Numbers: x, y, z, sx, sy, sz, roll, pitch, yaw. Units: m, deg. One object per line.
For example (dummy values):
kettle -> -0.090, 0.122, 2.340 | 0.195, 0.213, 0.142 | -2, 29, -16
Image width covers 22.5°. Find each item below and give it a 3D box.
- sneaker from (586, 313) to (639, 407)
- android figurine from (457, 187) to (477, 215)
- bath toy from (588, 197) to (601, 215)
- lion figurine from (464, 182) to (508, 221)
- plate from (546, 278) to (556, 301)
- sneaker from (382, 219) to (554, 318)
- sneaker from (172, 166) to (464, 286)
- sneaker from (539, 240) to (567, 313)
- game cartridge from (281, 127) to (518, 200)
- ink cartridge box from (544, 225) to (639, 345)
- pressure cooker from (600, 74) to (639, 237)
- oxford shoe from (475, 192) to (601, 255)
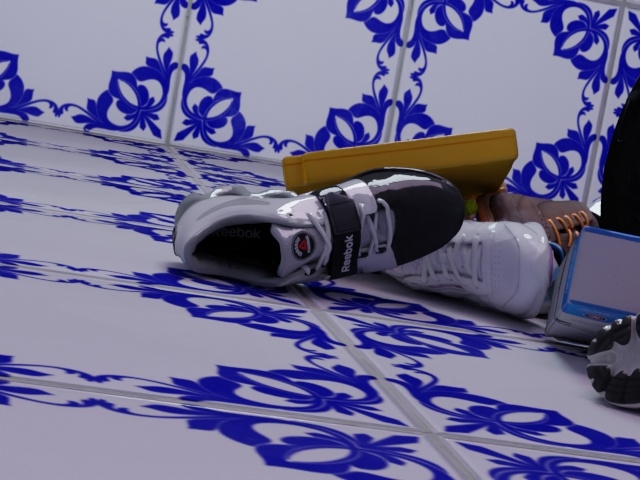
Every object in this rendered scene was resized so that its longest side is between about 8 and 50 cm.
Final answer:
sneaker -> 0.378, 0.100, 1.423 | 0.279, 0.107, 0.118 | -3, -11, 30
android figurine -> 0.072, -0.027, 2.086 | 0.273, 0.056, 0.248 | -10, -8, 37
bath toy -> 0.546, 0.026, 2.386 | 0.348, 0.151, 0.129 | 11, -32, 36
lion figurine -> 0.137, -0.047, 2.481 | 0.240, 0.142, 0.392 | -1, -3, -24
plate -> 0.353, 0.064, 1.849 | 0.188, 0.024, 0.188 | 11, -19, 4
sneaker -> 0.163, 0.033, 1.889 | 0.152, 0.114, 0.305 | 0, 2, -23
sneaker -> 0.000, 0.000, 1.783 | 0.331, 0.122, 0.146 | -7, 18, 1
sneaker -> 0.295, 0.044, 2.010 | 0.085, 0.086, 0.237 | 10, 4, 17
game cartridge -> 0.097, -0.084, 2.071 | 0.285, 0.052, 0.323 | -7, -8, 0
ink cartridge box -> 0.320, 0.059, 1.660 | 0.148, 0.085, 0.203 | 11, -11, 3
pressure cooker -> 0.598, -0.053, 1.969 | 0.420, 0.375, 0.370 | 14, 7, -17
oxford shoe -> 0.300, -0.015, 2.167 | 0.133, 0.130, 0.364 | -15, -3, 20
